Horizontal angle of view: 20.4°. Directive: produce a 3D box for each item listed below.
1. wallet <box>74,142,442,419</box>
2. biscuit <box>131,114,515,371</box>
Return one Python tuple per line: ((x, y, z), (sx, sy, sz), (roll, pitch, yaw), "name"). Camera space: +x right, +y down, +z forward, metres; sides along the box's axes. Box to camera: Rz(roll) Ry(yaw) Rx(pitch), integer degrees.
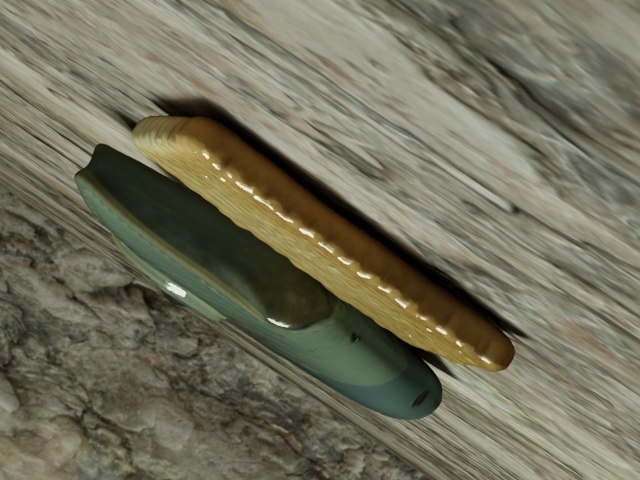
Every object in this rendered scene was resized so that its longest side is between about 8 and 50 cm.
((-0.047, 0.040, 1.379), (0.252, 0.083, 0.360), (29, 173, 22), "wallet")
((0.000, -0.001, 1.098), (0.250, 0.030, 0.160), (36, 172, -17), "biscuit")
